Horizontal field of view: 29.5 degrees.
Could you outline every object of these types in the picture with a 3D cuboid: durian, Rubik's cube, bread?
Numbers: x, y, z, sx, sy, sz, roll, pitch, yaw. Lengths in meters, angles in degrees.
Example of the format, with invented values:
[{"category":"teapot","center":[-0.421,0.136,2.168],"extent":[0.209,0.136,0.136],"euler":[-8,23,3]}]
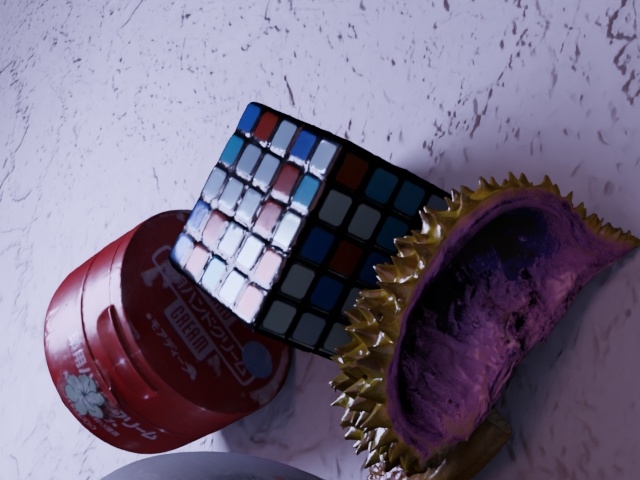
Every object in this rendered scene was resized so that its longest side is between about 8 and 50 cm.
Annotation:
[{"category":"durian","center":[0.093,0.057,0.985],"extent":[0.260,0.154,0.186],"euler":[-53,15,-21]},{"category":"Rubik's cube","center":[0.000,0.000,1.128],"extent":[0.187,0.182,0.184],"euler":[27,92,54]},{"category":"bread","center":[0.106,0.158,1.015],"extent":[0.136,0.054,0.154],"euler":[-7,69,50]}]

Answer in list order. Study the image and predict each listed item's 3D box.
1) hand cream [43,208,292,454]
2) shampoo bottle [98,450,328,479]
[{"category":"hand cream","center":[-0.153,0.094,1.226],"extent":[0.149,0.230,0.230],"euler":[-29,49,40]},{"category":"shampoo bottle","center":[-0.073,0.306,0.957],"extent":[0.273,0.266,0.273],"euler":[-18,66,47]}]
